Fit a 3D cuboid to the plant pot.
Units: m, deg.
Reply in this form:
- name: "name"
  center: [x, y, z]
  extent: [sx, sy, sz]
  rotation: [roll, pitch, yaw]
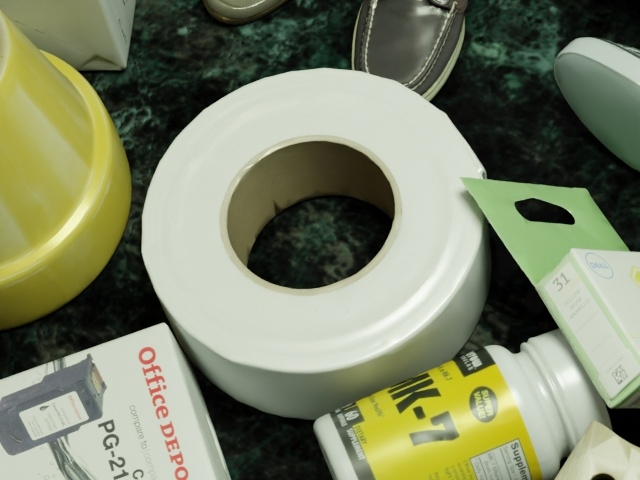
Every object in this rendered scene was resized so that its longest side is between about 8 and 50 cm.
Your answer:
- name: "plant pot"
  center: [-0.306, -0.084, 1.632]
  extent: [0.254, 0.239, 0.254]
  rotation: [-4, 62, 8]

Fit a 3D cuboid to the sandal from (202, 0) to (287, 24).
- name: "sandal"
  center: [-0.017, -0.280, 1.793]
  extent: [0.219, 0.060, 0.090]
  rotation: [-31, 62, -8]

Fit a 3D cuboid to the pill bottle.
- name: "pill bottle"
  center: [0.110, 0.152, 1.503]
  extent: [0.208, 0.119, 0.119]
  rotation: [-23, 61, -4]

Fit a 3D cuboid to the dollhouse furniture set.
- name: "dollhouse furniture set"
  center: [0.246, 0.248, 1.422]
  extent: [0.183, 0.129, 0.129]
  rotation: [28, 70, 22]

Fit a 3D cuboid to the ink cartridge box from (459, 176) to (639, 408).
- name: "ink cartridge box"
  center: [0.232, 0.026, 1.531]
  extent: [0.056, 0.171, 0.235]
  rotation: [-48, 56, 32]

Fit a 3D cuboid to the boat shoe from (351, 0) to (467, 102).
- name: "boat shoe"
  center: [0.090, -0.246, 1.738]
  extent: [0.102, 0.092, 0.285]
  rotation: [14, 65, 16]

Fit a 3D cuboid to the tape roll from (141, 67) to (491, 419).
- name: "tape roll"
  center: [0.000, 0.000, 1.616]
  extent: [0.286, 0.100, 0.286]
  rotation: [-4, 60, 7]

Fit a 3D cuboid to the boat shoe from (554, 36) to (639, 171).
- name: "boat shoe"
  center: [0.341, -0.094, 1.605]
  extent: [0.306, 0.113, 0.105]
  rotation: [30, 64, 20]

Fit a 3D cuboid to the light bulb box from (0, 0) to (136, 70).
- name: "light bulb box"
  center: [-0.287, -0.392, 1.728]
  extent: [0.225, 0.358, 0.361]
  rotation: [0, 61, 7]

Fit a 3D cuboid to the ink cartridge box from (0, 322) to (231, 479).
- name: "ink cartridge box"
  center: [-0.198, 0.190, 1.543]
  extent: [0.237, 0.100, 0.172]
  rotation: [-20, 61, -2]
